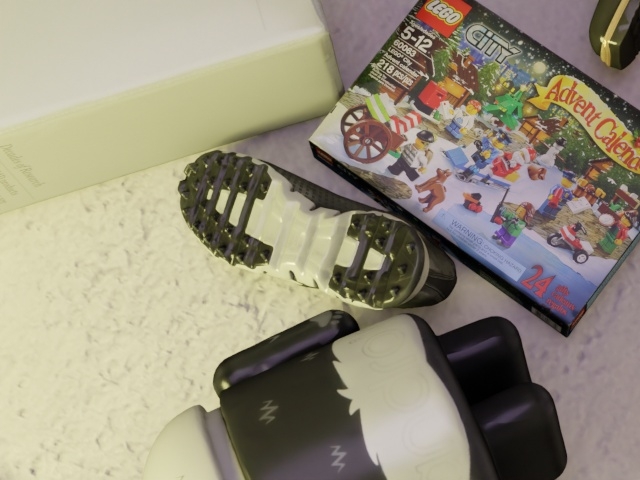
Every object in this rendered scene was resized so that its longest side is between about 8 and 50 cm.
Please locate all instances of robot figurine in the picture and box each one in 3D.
[{"bbox_3d":[0.020,0.155,1.171,0.278,0.209,0.174,-24,103,-1],"label":"robot figurine"}]

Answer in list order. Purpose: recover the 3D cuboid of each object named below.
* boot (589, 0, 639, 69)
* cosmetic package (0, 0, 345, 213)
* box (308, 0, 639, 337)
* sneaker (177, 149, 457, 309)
[{"bbox_3d":[0.195,-0.226,1.309,0.137,0.077,0.198,17,64,14],"label":"boot"},{"bbox_3d":[-0.232,-0.154,1.281,0.453,0.161,0.230,-18,74,0],"label":"cosmetic package"},{"bbox_3d":[0.131,-0.063,1.279,0.233,0.044,0.159,36,82,13],"label":"box"},{"bbox_3d":[0.000,0.000,1.261,0.234,0.106,0.078,22,92,36],"label":"sneaker"}]
